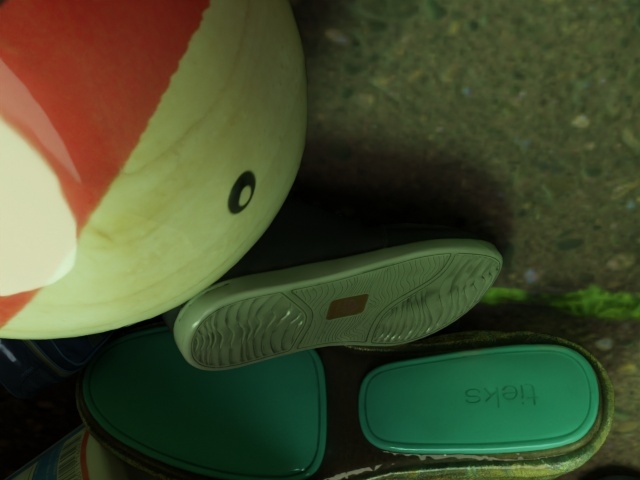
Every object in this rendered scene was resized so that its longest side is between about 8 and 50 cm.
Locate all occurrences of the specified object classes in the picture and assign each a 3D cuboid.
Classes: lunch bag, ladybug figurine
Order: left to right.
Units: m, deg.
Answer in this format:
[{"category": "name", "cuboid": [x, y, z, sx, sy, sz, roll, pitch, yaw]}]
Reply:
[{"category": "ladybug figurine", "cuboid": [-0.211, -0.100, 0.511, 0.449, 0.162, 0.305, 30, 120, -17]}, {"category": "lunch bag", "cuboid": [-0.183, 0.043, 0.753, 0.065, 0.067, 0.098, -32, 102, 26]}]

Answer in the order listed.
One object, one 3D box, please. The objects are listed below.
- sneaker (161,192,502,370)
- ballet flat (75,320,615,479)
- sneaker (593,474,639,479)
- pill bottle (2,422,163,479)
[{"category": "sneaker", "cuboid": [0.000, 0.000, 0.714, 0.222, 0.118, 0.083, -6, 135, -31]}, {"category": "ballet flat", "cuboid": [0.016, 0.117, 0.790, 0.348, 0.123, 0.123, -1, 129, 7]}, {"category": "sneaker", "cuboid": [0.257, 0.263, 0.905, 0.069, 0.082, 0.209, -19, 124, 21]}, {"category": "pill bottle", "cuboid": [-0.184, 0.216, 0.867, 0.221, 0.124, 0.124, -36, 119, 29]}]
